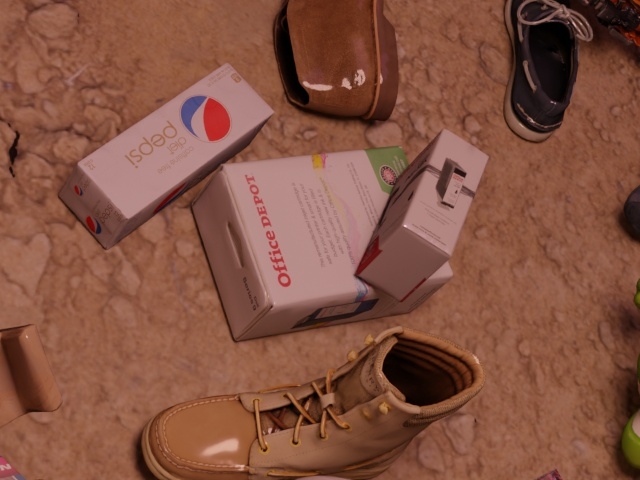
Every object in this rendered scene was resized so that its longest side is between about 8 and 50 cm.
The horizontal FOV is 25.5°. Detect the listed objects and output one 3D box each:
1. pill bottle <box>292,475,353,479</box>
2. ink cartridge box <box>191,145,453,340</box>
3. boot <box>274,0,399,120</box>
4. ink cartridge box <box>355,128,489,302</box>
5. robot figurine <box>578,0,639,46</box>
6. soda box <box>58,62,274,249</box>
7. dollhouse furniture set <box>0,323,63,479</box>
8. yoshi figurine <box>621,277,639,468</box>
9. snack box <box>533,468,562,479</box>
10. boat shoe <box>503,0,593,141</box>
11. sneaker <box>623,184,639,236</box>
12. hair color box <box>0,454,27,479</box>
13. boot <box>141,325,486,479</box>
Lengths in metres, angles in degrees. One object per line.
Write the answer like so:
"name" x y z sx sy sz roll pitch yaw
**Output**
"pill bottle" -0.028 0.381 1.094 0.204 0.204 0.361 37 53 -5
"ink cartridge box" 0.000 0.000 1.386 0.212 0.093 0.154 -8 67 -33
"boot" 0.008 -0.276 1.540 0.115 0.112 0.305 1 65 -15
"ink cartridge box" 0.096 -0.024 1.331 0.056 0.099 0.135 32 51 -8
"robot figurine" 0.387 -0.308 1.724 0.291 0.085 0.211 29 33 -24
"soda box" -0.147 -0.085 1.372 0.074 0.069 0.216 48 53 3
"dollhouse furniture set" -0.416 0.137 1.063 0.362 0.256 0.394 -20 96 -33
"yoshi figurine" 0.428 0.082 1.467 0.203 0.203 0.362 51 58 -26
"snack box" 0.195 0.294 1.361 0.141 0.037 0.100 -20 76 -34
"boat shoe" 0.265 -0.237 1.662 0.095 0.079 0.254 23 55 -12
"sneaker" 0.436 -0.089 1.674 0.283 0.110 0.122 -25 59 -37
"hair color box" -0.273 0.323 0.925 0.174 0.347 0.105 -10 25 -36
"boot" -0.006 0.148 1.231 0.262 0.203 0.095 5 61 -27
